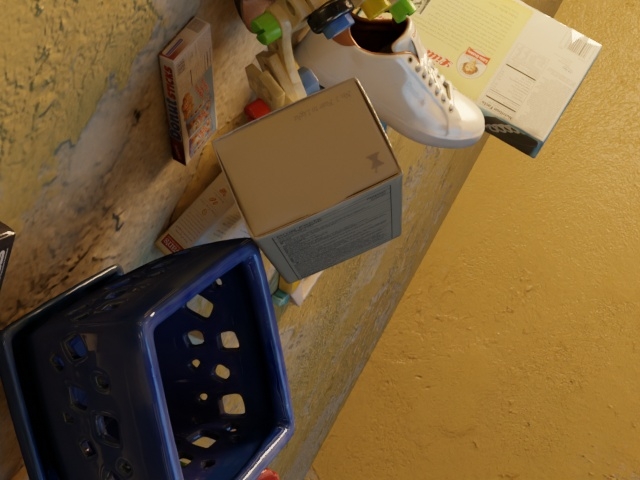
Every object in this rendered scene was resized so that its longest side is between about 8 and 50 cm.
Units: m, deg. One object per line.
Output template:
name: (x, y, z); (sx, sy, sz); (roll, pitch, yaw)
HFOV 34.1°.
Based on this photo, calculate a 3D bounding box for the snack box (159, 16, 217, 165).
snack box: (-0.139, -0.155, 1.114); (0.064, 0.022, 0.178); (-55, 165, -28)

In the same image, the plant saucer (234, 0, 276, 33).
plant saucer: (-0.042, -0.317, 1.109); (0.198, 0.036, 0.198); (-56, 165, -23)

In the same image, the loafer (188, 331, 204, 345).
loafer: (-0.190, 0.137, 1.448); (0.056, 0.050, 0.148); (-62, 166, 6)

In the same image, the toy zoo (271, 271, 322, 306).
toy zoo: (0.000, 0.000, 1.891); (0.293, 0.030, 0.192); (-56, 165, -22)

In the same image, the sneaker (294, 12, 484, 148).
sneaker: (0.118, -0.214, 1.357); (0.123, 0.290, 0.105); (-46, -146, 38)

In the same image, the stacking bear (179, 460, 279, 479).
stacking bear: (-0.204, 0.304, 1.169); (0.164, 0.289, 0.175); (-28, 125, -46)

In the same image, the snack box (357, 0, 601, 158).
snack box: (0.217, -0.277, 1.505); (0.187, 0.322, 0.060); (-56, 171, -19)

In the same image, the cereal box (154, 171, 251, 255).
cereal box: (-0.087, -0.057, 1.323); (0.240, 0.047, 0.173); (-45, 166, 3)

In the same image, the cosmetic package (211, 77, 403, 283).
cosmetic package: (-0.002, -0.050, 1.126); (0.160, 0.113, 0.309); (-24, 168, -1)

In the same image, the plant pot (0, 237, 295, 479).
plant pot: (-0.181, 0.144, 1.061); (0.236, 0.212, 0.235); (-39, 121, -59)

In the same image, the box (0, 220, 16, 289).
box: (-0.343, 0.099, 0.820); (0.183, 0.056, 0.231); (-34, 149, -63)

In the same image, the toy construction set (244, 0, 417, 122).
toy construction set: (0.026, -0.261, 1.126); (0.327, 0.151, 0.215); (-50, -171, -14)

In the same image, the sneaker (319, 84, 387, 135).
sneaker: (0.011, -0.207, 1.450); (0.262, 0.104, 0.125); (2, 88, -66)

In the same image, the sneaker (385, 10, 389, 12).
sneaker: (0.103, -0.448, 1.281); (0.131, 0.112, 0.319); (-75, -178, -50)
